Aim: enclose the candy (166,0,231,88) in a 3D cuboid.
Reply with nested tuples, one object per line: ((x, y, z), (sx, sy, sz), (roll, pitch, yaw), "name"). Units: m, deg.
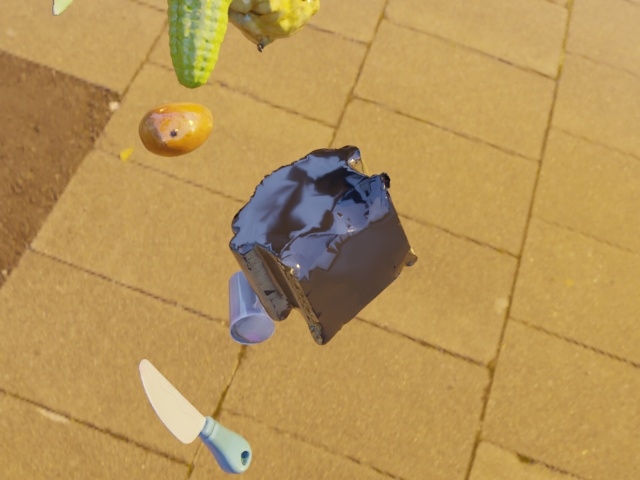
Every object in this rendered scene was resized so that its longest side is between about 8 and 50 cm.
((-0.171, -0.318, 1.272), (0.096, 0.097, 0.210), (7, 97, -5), "candy")

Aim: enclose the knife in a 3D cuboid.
((-0.163, 0.234, 1.155), (0.032, 0.244, 0.058), (-2, 54, 35), "knife")

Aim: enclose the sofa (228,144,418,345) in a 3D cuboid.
((0.000, 0.000, 1.415), (0.258, 0.200, 0.182), (-41, 43, -17), "sofa")

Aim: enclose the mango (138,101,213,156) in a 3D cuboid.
((-0.242, -0.195, 1.567), (0.115, 0.089, 0.165), (9, 20, 33), "mango")

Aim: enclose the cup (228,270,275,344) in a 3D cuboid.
((-0.113, 0.100, 1.499), (0.074, 0.104, 0.116), (8, 44, -19), "cup")

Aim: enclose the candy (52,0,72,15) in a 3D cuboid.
((-0.192, -0.417, 0.886), (0.172, 0.263, 0.398), (2, 40, 33), "candy")

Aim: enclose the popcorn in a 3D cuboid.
((-0.121, -0.512, 1.846), (0.252, 0.286, 0.215), (3, 78, 20), "popcorn")
